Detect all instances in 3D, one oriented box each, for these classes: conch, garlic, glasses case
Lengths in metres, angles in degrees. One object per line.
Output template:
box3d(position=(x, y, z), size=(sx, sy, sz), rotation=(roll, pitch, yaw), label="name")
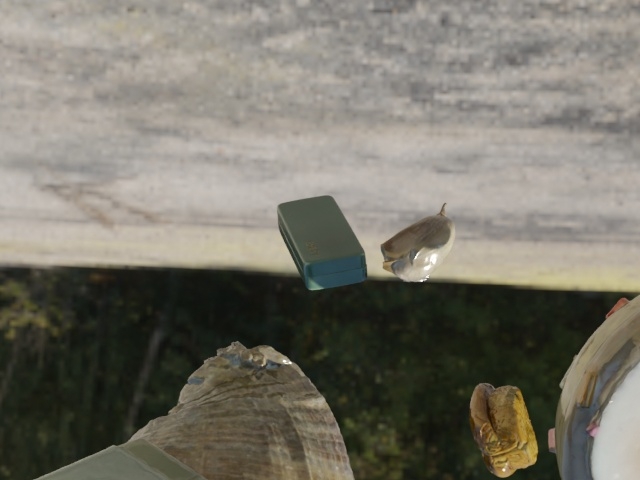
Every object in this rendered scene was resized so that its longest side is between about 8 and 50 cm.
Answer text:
box3d(position=(-0.108, 0.281, 1.341), size=(0.297, 0.352, 0.210), rotation=(21, -177, 0), label="conch")
box3d(position=(0.153, 0.000, 1.946), size=(0.152, 0.084, 0.066), rotation=(-35, 153, -17), label="garlic")
box3d(position=(0.000, 0.000, 1.655), size=(0.077, 0.039, 0.184), rotation=(-10, -154, -9), label="glasses case")

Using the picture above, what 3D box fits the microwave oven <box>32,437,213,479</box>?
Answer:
box3d(position=(-0.085, 0.308, 0.726), size=(0.355, 0.219, 0.286), rotation=(24, -150, 35), label="microwave oven")

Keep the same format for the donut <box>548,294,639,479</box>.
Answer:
box3d(position=(0.431, 0.203, 1.480), size=(0.382, 0.383, 0.142), rotation=(4, -163, -14), label="donut")

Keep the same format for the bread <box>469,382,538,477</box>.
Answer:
box3d(position=(0.158, 0.164, 1.158), size=(0.046, 0.081, 0.083), rotation=(-19, 128, 20), label="bread")
